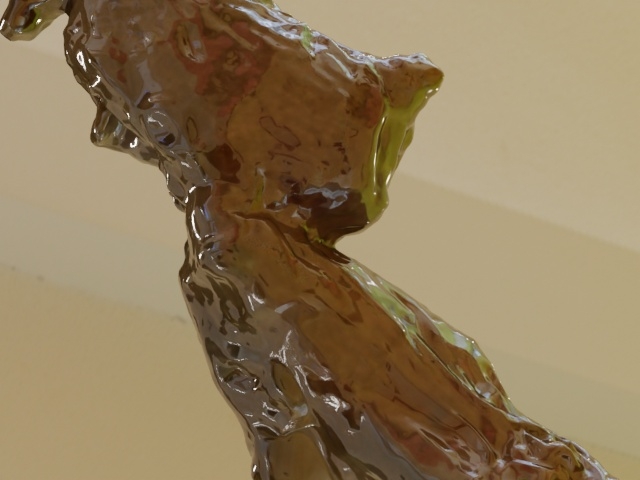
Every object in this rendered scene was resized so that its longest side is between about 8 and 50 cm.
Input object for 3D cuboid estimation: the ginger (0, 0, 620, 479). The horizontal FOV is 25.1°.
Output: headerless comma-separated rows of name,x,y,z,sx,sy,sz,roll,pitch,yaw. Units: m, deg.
ginger,-0.001,-0.002,0.470,0.122,0.084,0.290,-30,-105,1
